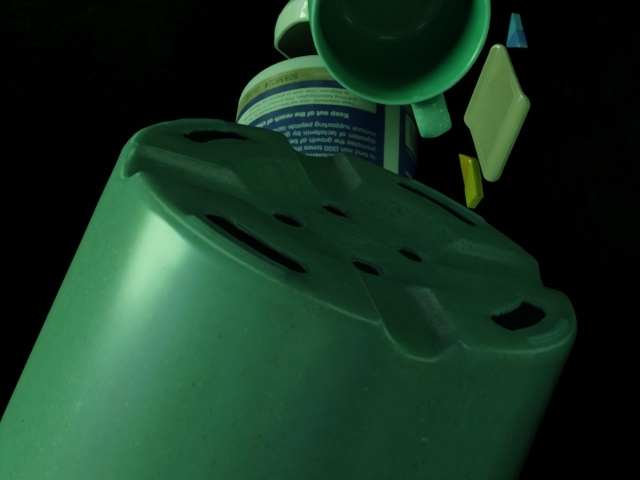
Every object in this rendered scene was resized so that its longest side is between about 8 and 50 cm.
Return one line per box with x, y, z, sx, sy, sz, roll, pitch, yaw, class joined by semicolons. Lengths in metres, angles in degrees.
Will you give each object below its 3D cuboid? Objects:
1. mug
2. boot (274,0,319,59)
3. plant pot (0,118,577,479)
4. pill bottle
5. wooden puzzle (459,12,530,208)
0.052;-0.166;0.848;0.097;0.129;0.158;-96;19;-61;mug
0.017;-0.260;1.122;0.244;0.088;0.176;43;-121;-87;boot
-0.040;0.132;0.645;0.341;0.341;0.334;-109;39;-66;plant pot
0.000;0.000;0.899;0.153;0.153;0.265;120;157;-59;pill bottle
0.118;-0.084;0.758;0.079;0.014;0.116;-98;21;-43;wooden puzzle
